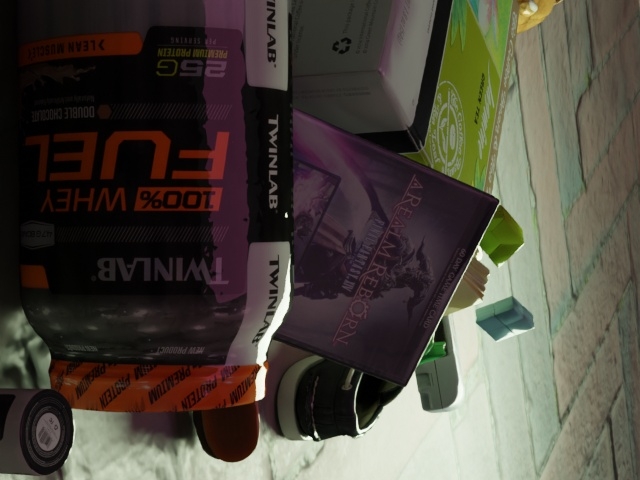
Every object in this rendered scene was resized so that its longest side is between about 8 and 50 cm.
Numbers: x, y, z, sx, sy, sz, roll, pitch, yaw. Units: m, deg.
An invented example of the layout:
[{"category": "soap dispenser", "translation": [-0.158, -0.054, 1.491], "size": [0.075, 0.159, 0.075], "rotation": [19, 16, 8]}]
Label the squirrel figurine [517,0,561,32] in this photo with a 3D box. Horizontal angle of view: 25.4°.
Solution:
[{"category": "squirrel figurine", "translation": [0.201, -0.457, 1.797], "size": [0.397, 0.281, 0.371], "rotation": [15, 86, -50]}]

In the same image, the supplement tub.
[{"category": "supplement tub", "translation": [-0.122, -0.049, 1.065], "size": [0.207, 0.207, 0.338], "rotation": [-3, 92, -66]}]

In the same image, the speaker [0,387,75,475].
[{"category": "speaker", "translation": [-0.228, 0.122, 0.915], "size": [0.055, 0.136, 0.055], "rotation": [7, 82, -61]}]

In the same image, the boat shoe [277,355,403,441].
[{"category": "boat shoe", "translation": [0.054, 0.149, 1.590], "size": [0.302, 0.091, 0.114], "rotation": [-42, 127, -59]}]

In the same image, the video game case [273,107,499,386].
[{"category": "video game case", "translation": [0.000, 0.000, 1.250], "size": [0.196, 0.274, 0.026], "rotation": [-64, -159, 10]}]

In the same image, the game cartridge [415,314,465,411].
[{"category": "game cartridge", "translation": [0.125, 0.055, 1.690], "size": [0.198, 0.062, 0.297], "rotation": [31, 50, -77]}]

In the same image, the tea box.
[{"category": "tea box", "translation": [0.040, -0.194, 1.406], "size": [0.323, 0.220, 0.329], "rotation": [55, 41, -53]}]

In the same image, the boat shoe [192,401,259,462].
[{"category": "boat shoe", "translation": [-0.092, 0.099, 1.311], "size": [0.073, 0.073, 0.207], "rotation": [-172, -95, -77]}]

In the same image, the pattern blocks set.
[{"category": "pattern blocks set", "translation": [0.060, 0.027, 1.386], "size": [0.325, 0.285, 0.026], "rotation": [53, 29, -45]}]
